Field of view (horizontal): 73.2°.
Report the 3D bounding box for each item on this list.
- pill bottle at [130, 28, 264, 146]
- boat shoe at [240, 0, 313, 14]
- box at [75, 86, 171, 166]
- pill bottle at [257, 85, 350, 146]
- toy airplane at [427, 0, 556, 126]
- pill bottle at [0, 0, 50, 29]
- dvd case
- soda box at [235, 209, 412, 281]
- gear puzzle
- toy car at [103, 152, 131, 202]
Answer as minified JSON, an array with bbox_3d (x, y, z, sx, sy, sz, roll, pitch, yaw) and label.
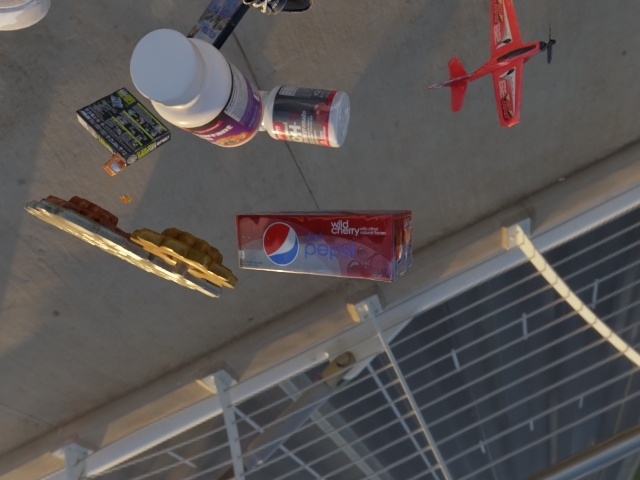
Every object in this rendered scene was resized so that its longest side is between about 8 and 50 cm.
[{"bbox_3d":[-0.154,-0.193,0.565,0.108,0.108,0.193,-35,174,10],"label":"pill bottle"},{"bbox_3d":[-0.111,-0.512,0.869,0.108,0.301,0.102,-29,93,34],"label":"boat shoe"},{"bbox_3d":[-0.749,-0.438,1.651,0.216,0.270,0.060,-44,174,-29],"label":"box"},{"bbox_3d":[-0.075,-0.414,1.423,0.319,0.176,0.176,11,132,14],"label":"pill bottle"},{"bbox_3d":[0.193,-0.195,0.494,0.028,0.151,0.151,-4,131,-38],"label":"toy airplane"},{"bbox_3d":[-0.507,-0.518,0.600,0.229,0.229,0.408,4,157,-22],"label":"pill bottle"},{"bbox_3d":[-0.277,-0.493,1.046,0.253,0.180,0.022,-50,136,9],"label":"dvd case"},{"bbox_3d":[0.000,0.000,0.648,0.083,0.263,0.092,-14,105,-59],"label":"soda box"},{"bbox_3d":[-0.186,-0.005,0.432,0.175,0.339,0.044,36,72,-34],"label":"gear puzzle"},{"bbox_3d":[-0.503,-0.162,1.109,0.041,0.060,0.122,-3,120,35],"label":"toy car"}]
